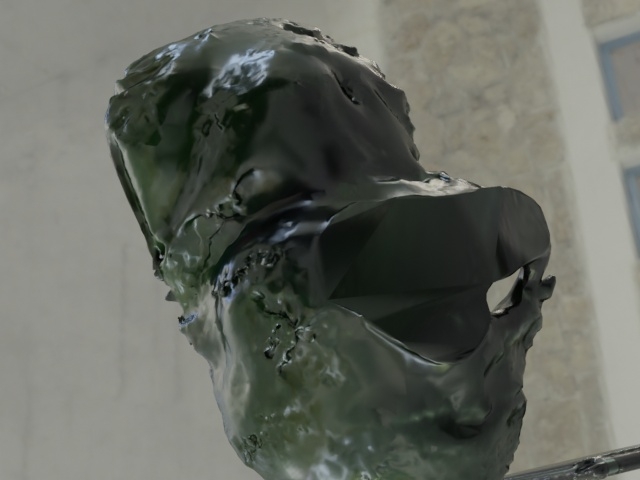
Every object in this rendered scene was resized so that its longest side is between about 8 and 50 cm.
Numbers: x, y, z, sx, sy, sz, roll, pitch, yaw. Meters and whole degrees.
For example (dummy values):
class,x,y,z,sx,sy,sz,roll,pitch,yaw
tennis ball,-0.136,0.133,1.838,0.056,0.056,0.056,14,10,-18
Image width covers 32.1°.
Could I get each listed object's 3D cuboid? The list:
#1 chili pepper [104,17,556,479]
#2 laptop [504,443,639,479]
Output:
class,x,y,z,sx,sy,sz,roll,pitch,yaw
chili pepper,0.004,-0.001,0.494,0.148,0.116,0.264,-11,-115,-27
laptop,0.167,0.123,0.622,0.180,0.129,0.016,-2,-107,-34
